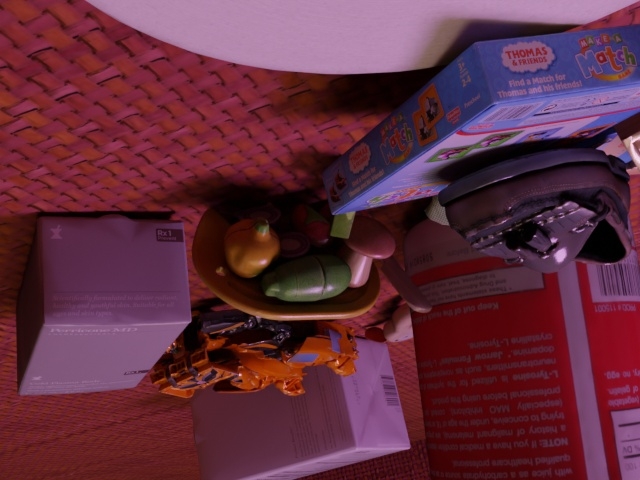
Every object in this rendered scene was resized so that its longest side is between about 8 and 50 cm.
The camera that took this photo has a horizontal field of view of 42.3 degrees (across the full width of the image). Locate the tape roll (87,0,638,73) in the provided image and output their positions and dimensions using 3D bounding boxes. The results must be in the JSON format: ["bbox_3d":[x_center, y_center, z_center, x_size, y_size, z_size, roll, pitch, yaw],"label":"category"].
[{"bbox_3d":[0.060,-0.193,0.277,0.391,0.072,0.392,-10,159,-4],"label":"tape roll"}]

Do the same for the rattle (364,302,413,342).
[{"bbox_3d":[0.152,0.150,1.153,0.130,0.143,0.199,-17,164,-49],"label":"rattle"}]

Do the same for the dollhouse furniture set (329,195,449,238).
[{"bbox_3d":[0.086,-0.030,0.682,0.151,0.059,0.076,8,137,-7],"label":"dollhouse furniture set"}]

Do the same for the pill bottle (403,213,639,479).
[{"bbox_3d":[0.214,0.173,0.808,0.228,0.408,0.229,-5,169,-1],"label":"pill bottle"}]

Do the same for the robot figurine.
[{"bbox_3d":[-0.093,0.149,1.075,0.211,0.085,0.291,-29,154,36],"label":"robot figurine"}]

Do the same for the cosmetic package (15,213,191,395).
[{"bbox_3d":[-0.210,0.067,0.770,0.127,0.107,0.238,0,160,-23],"label":"cosmetic package"}]

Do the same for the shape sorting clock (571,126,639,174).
[{"bbox_3d":[0.218,-0.079,0.712,0.206,0.040,0.206,-11,159,-4],"label":"shape sorting clock"}]

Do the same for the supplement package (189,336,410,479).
[{"bbox_3d":[-0.038,0.279,1.318,0.292,0.178,0.175,-22,158,27],"label":"supplement package"}]

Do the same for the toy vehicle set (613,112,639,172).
[{"bbox_3d":[0.376,-0.095,0.616,0.266,0.035,0.166,-29,126,22],"label":"toy vehicle set"}]

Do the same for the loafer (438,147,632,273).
[{"bbox_3d":[0.177,-0.015,0.599,0.096,0.084,0.267,-22,172,35],"label":"loafer"}]

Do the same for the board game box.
[{"bbox_3d":[0.112,-0.072,0.529,0.160,0.039,0.211,-12,171,-24],"label":"board game box"}]

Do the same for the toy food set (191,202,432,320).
[{"bbox_3d":[0.000,0.000,0.718,0.217,0.128,0.071,1,132,-33],"label":"toy food set"}]
